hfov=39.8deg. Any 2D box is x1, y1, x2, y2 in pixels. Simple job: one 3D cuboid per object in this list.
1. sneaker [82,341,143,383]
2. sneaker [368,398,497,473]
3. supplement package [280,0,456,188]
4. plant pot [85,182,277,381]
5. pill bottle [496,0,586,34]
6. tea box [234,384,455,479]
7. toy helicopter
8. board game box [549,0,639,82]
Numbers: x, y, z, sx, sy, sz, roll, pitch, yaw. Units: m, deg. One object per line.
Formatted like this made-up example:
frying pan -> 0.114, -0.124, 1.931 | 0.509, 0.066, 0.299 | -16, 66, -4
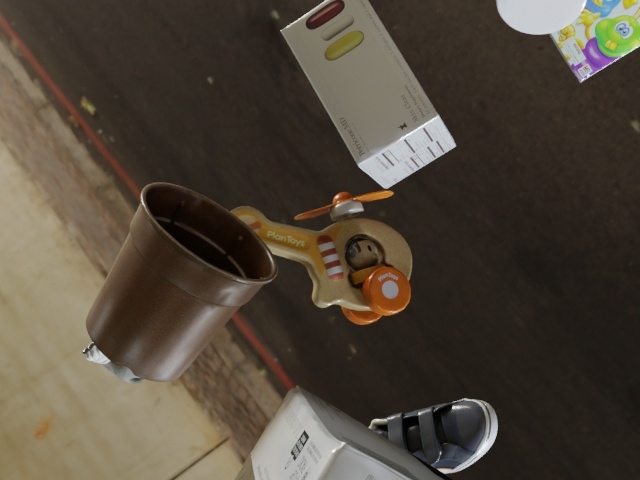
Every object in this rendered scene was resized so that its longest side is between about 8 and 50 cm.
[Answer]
sneaker -> -0.245, 0.137, 1.266 | 0.108, 0.100, 0.271 | 43, 145, -8
sneaker -> 0.182, 0.384, 1.670 | 0.321, 0.127, 0.126 | -36, 50, 40
supplement package -> 0.082, -0.244, 1.435 | 0.262, 0.145, 0.204 | 61, -169, 14
plant pot -> -0.161, 0.051, 0.957 | 0.167, 0.165, 0.167 | 33, -162, -12
pill bottle -> 0.254, -0.345, 1.032 | 0.119, 0.208, 0.119 | 5, 142, 4
tea box -> 0.000, 0.323, 0.710 | 0.220, 0.323, 0.329 | 31, 173, -4
toy helicopter -> 0.000, 0.000, 1.575 | 0.355, 0.235, 0.140 | 15, 162, -15
board game box -> 0.518, -0.418, 1.502 | 0.142, 0.275, 0.144 | 52, -161, -20
